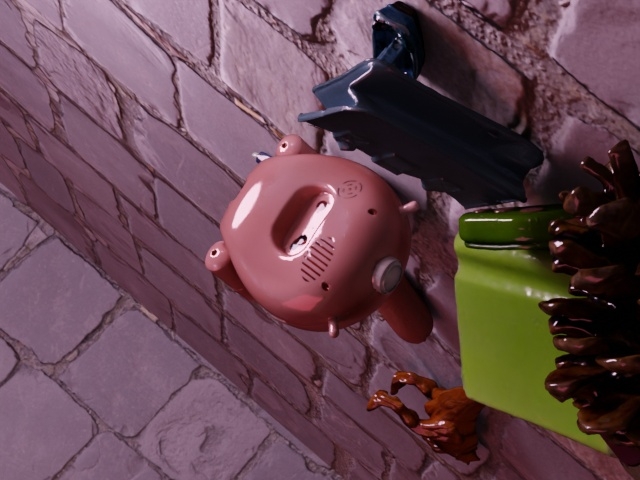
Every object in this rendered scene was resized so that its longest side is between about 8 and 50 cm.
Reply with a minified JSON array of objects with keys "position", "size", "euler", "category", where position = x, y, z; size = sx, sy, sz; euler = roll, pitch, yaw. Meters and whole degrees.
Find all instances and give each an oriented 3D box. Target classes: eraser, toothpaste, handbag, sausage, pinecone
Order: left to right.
[{"position":[-0.066,-0.109,1.960],"size":[0.083,0.019,0.027],"euler":[26,139,32],"category":"toothpaste"},{"position":[0.109,0.085,1.958],"size":[0.062,0.062,0.154],"euler":[15,147,56],"category":"sausage"},{"position":[0.104,-0.105,1.432],"size":[0.229,0.062,0.179],"euler":[26,169,-18],"category":"handbag"},{"position":[0.256,0.100,1.491],"size":[0.274,0.092,0.210],"euler":[13,111,62],"category":"eraser"},{"position":[0.308,0.060,1.194],"size":[0.244,0.244,0.309],"euler":[4,107,63],"category":"pinecone"}]

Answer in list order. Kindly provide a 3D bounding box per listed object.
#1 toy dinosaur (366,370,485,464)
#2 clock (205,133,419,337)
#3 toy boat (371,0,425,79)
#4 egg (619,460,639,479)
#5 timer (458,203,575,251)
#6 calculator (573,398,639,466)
[{"position":[0.186,0.271,2.167],"size":[0.208,0.097,0.432],"euler":[25,162,11],"category":"toy dinosaur"},{"position":[0.000,0.000,1.718],"size":[0.241,0.227,0.142],"euler":[28,171,39],"category":"clock"},{"position":[0.074,-0.189,1.409],"size":[0.060,0.061,0.137],"euler":[37,162,18],"category":"toy boat"},{"position":[0.398,0.209,1.499],"size":[0.141,0.141,0.182],"euler":[42,163,3],"category":"egg"},{"position":[0.220,-0.013,1.402],"size":[0.140,0.128,0.047],"euler":[1,95,54],"category":"timer"},{"position":[0.326,0.117,1.357],"size":[0.127,0.190,0.034],"euler":[50,157,-21],"category":"calculator"}]
